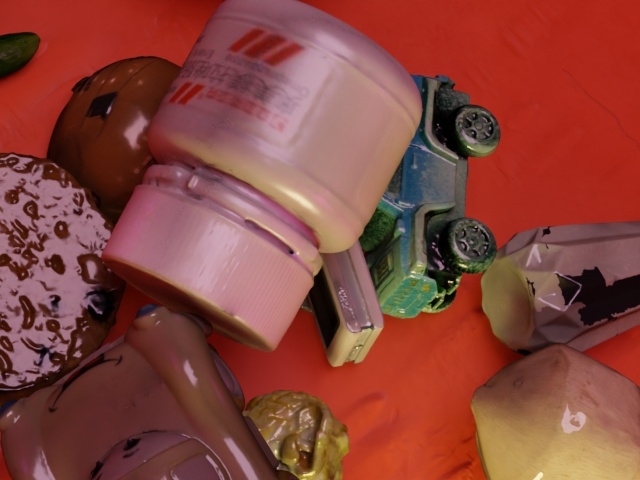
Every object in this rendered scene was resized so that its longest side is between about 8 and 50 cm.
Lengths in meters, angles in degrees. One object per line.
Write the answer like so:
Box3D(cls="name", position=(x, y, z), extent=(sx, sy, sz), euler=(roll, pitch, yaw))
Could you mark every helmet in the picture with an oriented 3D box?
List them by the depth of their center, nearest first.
Box3D(cls="helmet", position=(-0.200, -0.127, 1.936), extent=(0.198, 0.130, 0.224), euler=(39, 59, -3))

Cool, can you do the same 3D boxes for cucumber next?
Box3D(cls="cucumber", position=(-0.435, -0.197, 1.931), extent=(0.250, 0.056, 0.056), euler=(-14, 72, -25))

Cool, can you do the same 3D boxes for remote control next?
Box3D(cls="remote control", position=(0.000, 0.000, 1.949), extent=(0.055, 0.103, 0.277), euler=(-10, 67, -17))

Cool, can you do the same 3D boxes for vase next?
Box3D(cls="vase", position=(0.374, 0.039, 2.046), extent=(0.360, 0.165, 0.165), euler=(-12, 71, -27))

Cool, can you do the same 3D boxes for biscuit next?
Box3D(cls="biscuit", position=(-0.355, 0.042, 1.831), extent=(0.296, 0.075, 0.296), euler=(5, 71, -14))

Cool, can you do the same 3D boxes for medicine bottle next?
Box3D(cls="medicine bottle", position=(-0.066, -0.071, 1.792), extent=(0.256, 0.256, 0.325), euler=(30, 79, -4))

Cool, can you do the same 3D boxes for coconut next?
Box3D(cls="coconut", position=(0.264, 0.218, 1.898), extent=(0.224, 0.224, 0.224), euler=(7, 64, -16))

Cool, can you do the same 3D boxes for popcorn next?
Box3D(cls="popcorn", position=(-0.037, 0.231, 1.838), extent=(0.141, 0.162, 0.135), euler=(31, 21, -29))

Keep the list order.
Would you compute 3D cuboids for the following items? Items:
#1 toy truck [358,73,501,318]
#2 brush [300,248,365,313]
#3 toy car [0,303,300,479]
Box3D(cls="toy truck", position=(0.114, -0.052, 1.990), extent=(0.156, 0.155, 0.279), euler=(12, 63, -14))
Box3D(cls="brush", position=(0.040, 0.012, 2.021), extent=(0.083, 0.011, 0.205), euler=(26, 60, -5))
Box3D(cls="toy car", position=(-0.162, 0.254, 1.673), extent=(0.242, 0.226, 0.336), euler=(-35, 80, 10))
